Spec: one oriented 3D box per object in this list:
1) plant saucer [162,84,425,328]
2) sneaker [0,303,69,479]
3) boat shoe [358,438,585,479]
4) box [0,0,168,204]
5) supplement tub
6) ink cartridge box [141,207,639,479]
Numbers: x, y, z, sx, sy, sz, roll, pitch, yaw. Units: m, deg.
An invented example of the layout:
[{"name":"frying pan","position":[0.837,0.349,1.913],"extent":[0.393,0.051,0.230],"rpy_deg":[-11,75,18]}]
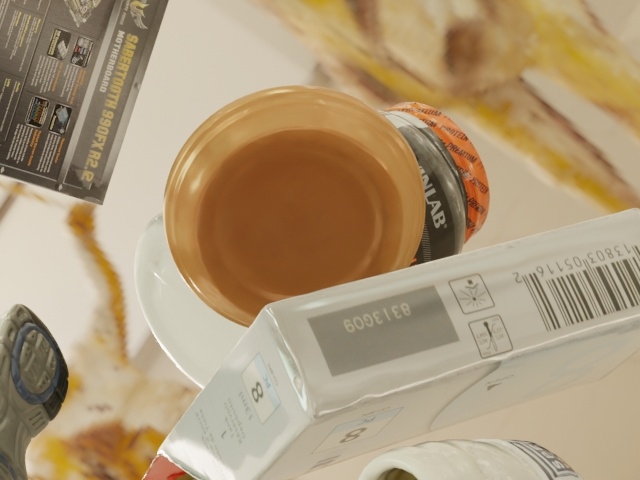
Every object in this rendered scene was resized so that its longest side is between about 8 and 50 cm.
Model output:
[{"name":"plant saucer","position":[-0.018,-0.017,1.298],"extent":[0.200,0.200,0.037],"rpy_deg":[-51,20,14]},{"name":"sneaker","position":[-0.296,0.174,1.375],"extent":[0.129,0.111,0.297],"rpy_deg":[-20,25,22]},{"name":"boat shoe","position":[0.021,0.264,0.743],"extent":[0.136,0.156,0.367],"rpy_deg":[14,91,43]},{"name":"box","position":[-0.246,-0.165,1.531],"extent":[0.056,0.183,0.231],"rpy_deg":[21,94,57]},{"name":"supplement tub","position":[0.000,0.000,1.714],"extent":[0.338,0.207,0.207],"rpy_deg":[-33,1,-36]},{"name":"ink cartridge box","position":[0.046,0.128,1.268],"extent":[0.308,0.091,0.385],"rpy_deg":[-15,-22,-29]}]
